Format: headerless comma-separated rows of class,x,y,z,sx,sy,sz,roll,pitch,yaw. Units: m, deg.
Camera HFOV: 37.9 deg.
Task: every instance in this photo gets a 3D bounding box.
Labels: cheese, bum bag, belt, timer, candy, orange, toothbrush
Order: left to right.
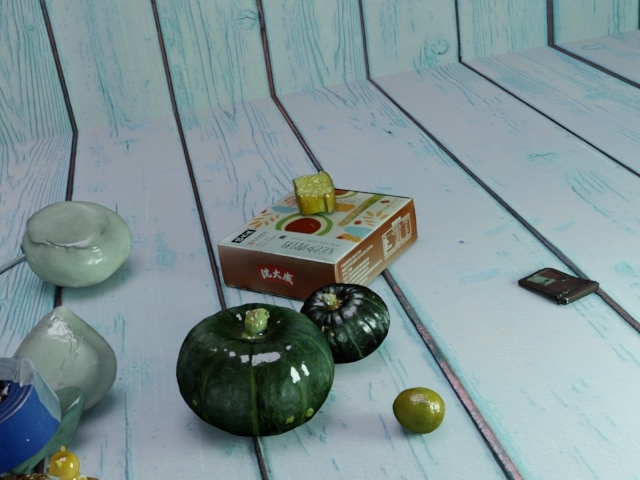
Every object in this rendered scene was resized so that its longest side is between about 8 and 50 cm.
belt,-0.649,0.334,1.678,0.346,0.117,0.212,-19,37,2
toothbrush,-0.910,0.102,2.478,0.042,0.040,0.418,12,36,35
cheese,-0.504,0.253,1.847,0.189,0.198,0.154,34,-3,8
timer,-0.409,0.408,1.522,0.132,0.152,0.132,-7,25,3
candy,-0.623,0.014,2.400,0.295,0.185,0.295,3,38,-2
orange,0.174,0.301,1.656,0.095,0.085,0.085,3,27,18
bum bag,0.524,0.100,2.060,0.109,0.026,0.159,-20,22,-25

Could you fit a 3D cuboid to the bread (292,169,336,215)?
bread,-0.014,-0.121,2.352,0.103,0.065,0.187,-12,26,-4

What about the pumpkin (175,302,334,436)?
pumpkin,-0.119,0.233,1.746,0.300,0.207,0.300,2,23,-1

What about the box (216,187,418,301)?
box,0.000,0.000,2.307,0.344,0.122,0.385,9,30,32

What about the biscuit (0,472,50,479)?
biscuit,-0.550,0.436,1.616,0.199,0.034,0.064,-7,21,21

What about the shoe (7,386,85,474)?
shoe,-0.505,0.364,1.740,0.079,0.078,0.195,22,62,45

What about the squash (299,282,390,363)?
squash,0.046,0.166,1.909,0.193,0.156,0.193,-27,8,4
